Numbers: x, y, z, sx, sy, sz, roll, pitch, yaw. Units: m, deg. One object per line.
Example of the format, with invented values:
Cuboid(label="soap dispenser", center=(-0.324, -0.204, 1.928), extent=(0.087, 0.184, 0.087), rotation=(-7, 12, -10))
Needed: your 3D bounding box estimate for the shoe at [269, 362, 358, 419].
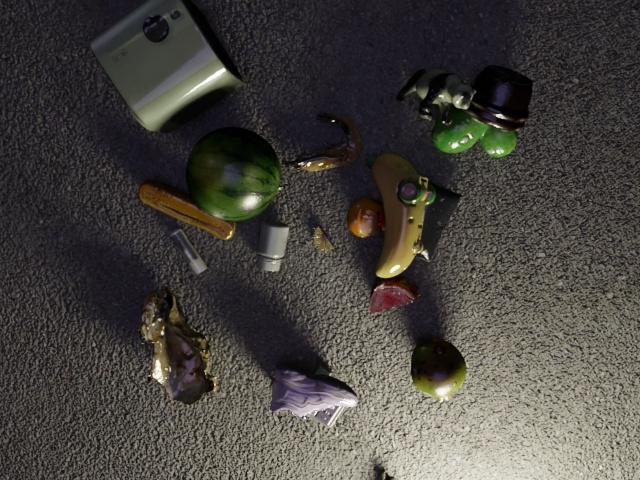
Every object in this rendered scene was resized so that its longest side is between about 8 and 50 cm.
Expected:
Cuboid(label="shoe", center=(-0.023, 0.437, 1.404), extent=(0.245, 0.095, 0.137), rotation=(18, 92, 1))

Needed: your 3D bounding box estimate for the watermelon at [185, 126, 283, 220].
Cuboid(label="watermelon", center=(-0.221, -0.169, 1.301), extent=(0.242, 0.242, 0.242), rotation=(1, 99, 3))

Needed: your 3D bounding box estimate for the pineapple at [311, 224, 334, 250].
Cuboid(label="pineapple", center=(0.000, 0.000, 1.422), extent=(0.045, 0.019, 0.083), rotation=(-32, 99, 4))

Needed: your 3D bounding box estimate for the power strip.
Cuboid(label="power strip", center=(-0.023, 0.425, 1.476), extent=(0.216, 0.061, 0.145), rotation=(35, 92, -3))

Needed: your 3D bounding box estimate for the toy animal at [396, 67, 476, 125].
Cuboid(label="toy animal", center=(0.292, -0.364, 1.259), extent=(0.094, 0.225, 0.121), rotation=(28, 101, -27))

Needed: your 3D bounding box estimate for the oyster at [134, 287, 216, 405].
Cuboid(label="oyster", center=(-0.420, 0.305, 1.438), extent=(0.198, 0.133, 0.337), rotation=(-28, 94, 9))

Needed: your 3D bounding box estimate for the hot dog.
Cuboid(label="hot dog", center=(-0.367, -0.085, 1.408), extent=(0.286, 0.061, 0.088), rotation=(31, 103, -3))

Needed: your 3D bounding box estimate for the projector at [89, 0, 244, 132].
Cuboid(label="projector", center=(-0.369, -0.438, 1.258), extent=(0.249, 0.248, 0.248), rotation=(-31, 96, 7))

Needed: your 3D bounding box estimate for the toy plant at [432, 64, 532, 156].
Cuboid(label="toy plant", center=(0.416, -0.313, 1.283), extent=(0.218, 0.175, 0.235), rotation=(16, 125, -5))

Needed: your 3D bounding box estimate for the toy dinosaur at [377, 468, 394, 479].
Cuboid(label="toy dinosaur", center=(0.166, 0.773, 1.535), extent=(0.179, 0.087, 0.187), rotation=(8, 83, 38))

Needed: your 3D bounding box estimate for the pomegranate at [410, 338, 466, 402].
Cuboid(label="pomegranate", center=(0.326, 0.366, 1.405), extent=(0.159, 0.159, 0.205), rotation=(-14, 122, 5))

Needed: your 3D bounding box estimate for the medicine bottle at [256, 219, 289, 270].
Cuboid(label="medicine bottle", center=(-0.136, 0.014, 1.401), extent=(0.080, 0.080, 0.130), rotation=(12, 100, 1))

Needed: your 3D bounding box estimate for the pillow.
Cuboid(label="pillow", center=(0.282, -0.055, 1.381), extent=(0.141, 0.055, 0.208), rotation=(22, 101, -7))

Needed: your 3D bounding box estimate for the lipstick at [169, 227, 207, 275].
Cuboid(label="lipstick", center=(-0.374, 0.031, 1.438), extent=(0.040, 0.040, 0.141), rotation=(-31, 96, 7))

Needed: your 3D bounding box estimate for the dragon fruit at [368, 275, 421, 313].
Cuboid(label="dragon fruit", center=(0.192, 0.130, 1.395), extent=(0.147, 0.102, 0.096), rotation=(-21, 95, 11))

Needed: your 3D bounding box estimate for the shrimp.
Cuboid(label="shrimp", center=(0.000, -0.262, 1.366), extent=(0.219, 0.046, 0.152), rotation=(-15, 99, 2))

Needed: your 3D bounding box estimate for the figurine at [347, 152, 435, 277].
Cuboid(label="figurine", center=(0.170, -0.065, 1.326), extent=(0.222, 0.124, 0.324), rotation=(8, 95, 28))
